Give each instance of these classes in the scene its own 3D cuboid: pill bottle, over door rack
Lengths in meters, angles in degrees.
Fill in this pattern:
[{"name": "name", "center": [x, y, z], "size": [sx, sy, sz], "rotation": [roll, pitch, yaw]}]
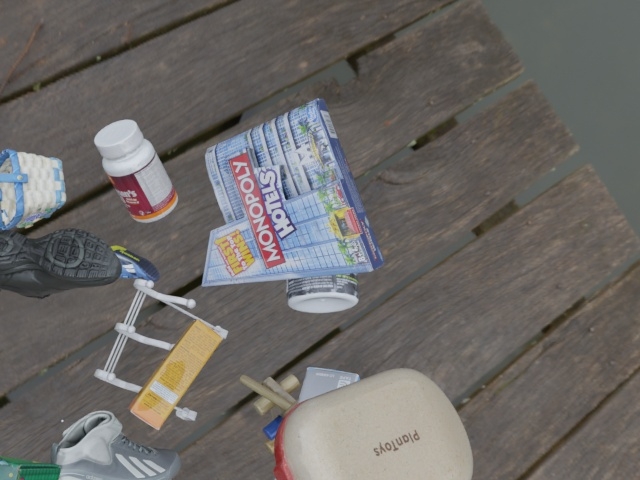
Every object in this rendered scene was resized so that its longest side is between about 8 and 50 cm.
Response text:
[{"name": "pill bottle", "center": [-0.421, -0.157, 1.617], "size": [0.121, 0.121, 0.221], "rotation": [-42, 135, -24]}, {"name": "over door rack", "center": [-0.341, 0.260, 1.635], "size": [0.324, 0.108, 0.239], "rotation": [44, 57, -47]}, {"name": "pill bottle", "center": [0.000, 0.000, 1.293], "size": [0.131, 0.130, 0.245], "rotation": [5, 68, -19]}]

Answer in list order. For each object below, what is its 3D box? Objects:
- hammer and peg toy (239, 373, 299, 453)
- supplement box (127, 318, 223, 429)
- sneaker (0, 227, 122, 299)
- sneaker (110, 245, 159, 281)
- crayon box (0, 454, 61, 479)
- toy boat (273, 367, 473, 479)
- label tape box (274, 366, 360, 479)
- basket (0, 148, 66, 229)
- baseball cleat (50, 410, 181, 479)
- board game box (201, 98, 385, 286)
[{"name": "hammer and peg toy", "center": [-0.045, 0.434, 1.679], "size": [0.127, 0.361, 0.266], "rotation": [-35, 50, -25]}, {"name": "supplement box", "center": [-0.307, 0.281, 1.503], "size": [0.080, 0.078, 0.233], "rotation": [36, 72, -11]}, {"name": "sneaker", "center": [-0.501, 0.051, 1.307], "size": [0.287, 0.130, 0.109], "rotation": [6, 49, 8]}, {"name": "sneaker", "center": [-0.466, 0.069, 1.753], "size": [0.144, 0.053, 0.059], "rotation": [30, 110, 4]}, {"name": "crayon box", "center": [-0.392, 0.360, 0.730], "size": [0.166, 0.081, 0.278], "rotation": [5, 75, 16]}, {"name": "toy boat", "center": [0.043, 0.230, 0.726], "size": [0.231, 0.151, 0.150], "rotation": [-9, 65, -40]}, {"name": "label tape box", "center": [0.003, 0.452, 1.326], "size": [0.115, 0.249, 0.347], "rotation": [6, 53, 19]}, {"name": "basket", "center": [-0.842, -0.133, 1.878], "size": [0.289, 0.255, 0.200], "rotation": [0, 79, -34]}, {"name": "baseball cleat", "center": [-0.249, 0.269, 0.900], "size": [0.206, 0.072, 0.109], "rotation": [7, 91, -60]}, {"name": "board game box", "center": [-0.056, -0.030, 0.774], "size": [0.194, 0.060, 0.194], "rotation": [-21, 89, 19]}]
